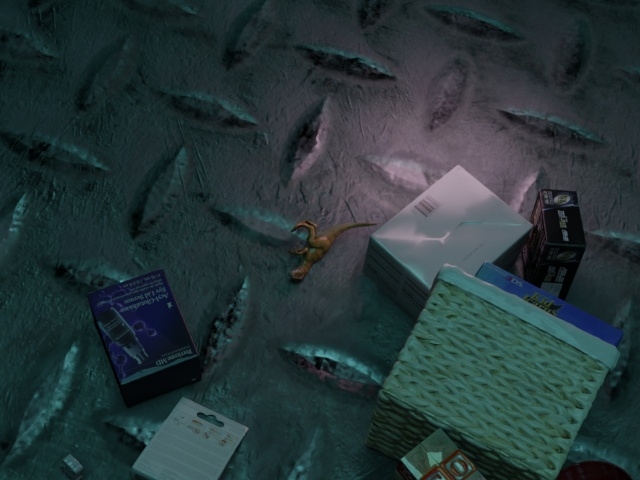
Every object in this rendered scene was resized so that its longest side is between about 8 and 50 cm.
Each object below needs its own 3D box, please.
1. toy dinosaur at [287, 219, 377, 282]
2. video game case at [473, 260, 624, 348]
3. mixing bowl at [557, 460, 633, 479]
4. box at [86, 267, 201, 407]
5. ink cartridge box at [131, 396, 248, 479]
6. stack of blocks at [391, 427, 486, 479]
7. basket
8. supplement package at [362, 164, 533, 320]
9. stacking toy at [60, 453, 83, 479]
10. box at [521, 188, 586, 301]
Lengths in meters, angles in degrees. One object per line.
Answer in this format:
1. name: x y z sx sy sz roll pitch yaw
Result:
1. toy dinosaur: 0.000 0.000 1.912 0.211 0.064 0.112 -43 88 -16
2. video game case: 0.394 0.177 1.694 0.270 0.244 0.061 29 64 21
3. mixing bowl: 0.468 0.480 1.593 0.182 0.098 0.181 -22 32 15
4. box: -0.327 0.180 1.736 0.153 0.108 0.207 -20 61 -17
5. ink cartridge box: -0.233 0.381 1.668 0.145 0.045 0.179 23 41 11
6. stack of blocks: 0.194 0.442 1.497 0.087 0.297 0.171 -33 65 -23
7. basket: 0.281 0.273 1.600 0.331 0.328 0.266 26 64 11
8. supplement package: 0.249 0.017 1.858 0.262 0.145 0.204 -38 68 -25
9. stacking toy: -0.421 0.488 1.561 0.221 0.052 0.167 42 54 13
10. box: 0.458 0.012 1.846 0.078 0.180 0.147 4 48 0
